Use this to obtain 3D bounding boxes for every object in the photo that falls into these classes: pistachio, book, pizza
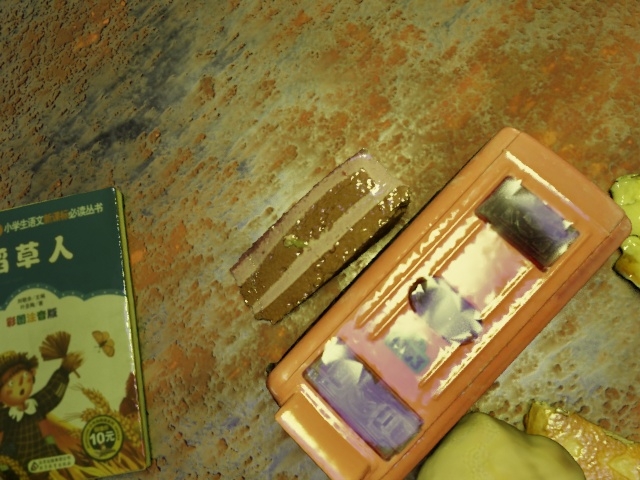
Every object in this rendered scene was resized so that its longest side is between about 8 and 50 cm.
[{"bbox_3d":[0.198,0.356,0.512,0.208,0.226,0.331,-9,100,-11],"label":"pistachio"},{"bbox_3d":[-0.425,0.150,0.711,0.300,0.039,0.428,-12,80,7],"label":"book"},{"bbox_3d":[0.340,0.288,0.586,0.161,0.062,0.182,-21,75,11],"label":"pizza"}]

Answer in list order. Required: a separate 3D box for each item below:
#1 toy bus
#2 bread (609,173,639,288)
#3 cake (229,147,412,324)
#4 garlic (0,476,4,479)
[{"bbox_3d":[0.131,0.089,0.551,0.203,0.233,0.427,43,88,11],"label":"toy bus"},{"bbox_3d":[0.512,-0.021,0.571,0.133,0.252,0.174,3,77,-36],"label":"bread"},{"bbox_3d":[0.000,0.000,0.666,0.295,0.113,0.116,-40,77,14],"label":"cake"},{"bbox_3d":[-0.440,0.461,0.608,0.246,0.231,0.340,-23,121,-14],"label":"garlic"}]
